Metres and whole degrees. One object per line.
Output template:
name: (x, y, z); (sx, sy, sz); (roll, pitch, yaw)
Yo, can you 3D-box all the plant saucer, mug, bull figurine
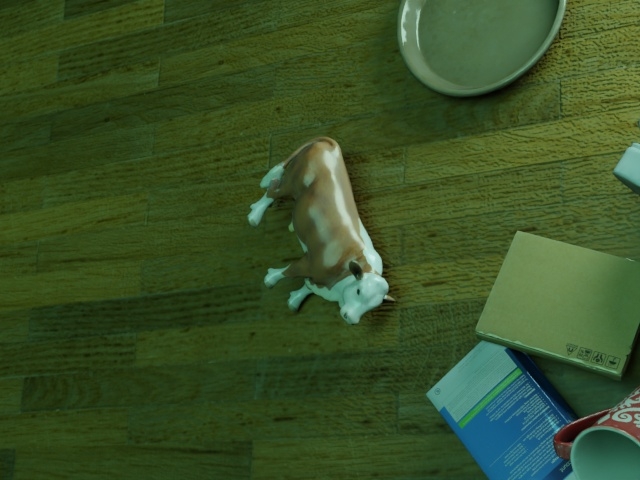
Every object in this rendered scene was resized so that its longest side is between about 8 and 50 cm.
plant saucer: (0.242, -0.341, 1.869); (0.277, 0.041, 0.278); (-10, 71, 30)
mug: (0.375, 0.226, 1.507); (0.150, 0.169, 0.113); (31, 129, 27)
bull figurine: (0.000, 0.000, 1.880); (0.188, 0.101, 0.310); (-25, 63, 27)

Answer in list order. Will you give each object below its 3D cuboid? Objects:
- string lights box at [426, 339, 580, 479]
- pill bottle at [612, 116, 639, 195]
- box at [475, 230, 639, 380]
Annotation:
string lights box: (0.269, 0.259, 1.638); (0.133, 0.076, 0.260); (-45, 56, 14)
pill bottle: (0.504, -0.165, 1.569); (0.161, 0.161, 0.283); (38, 97, 35)
box: (0.325, 0.081, 1.644); (0.201, 0.021, 0.164); (16, 66, 25)
